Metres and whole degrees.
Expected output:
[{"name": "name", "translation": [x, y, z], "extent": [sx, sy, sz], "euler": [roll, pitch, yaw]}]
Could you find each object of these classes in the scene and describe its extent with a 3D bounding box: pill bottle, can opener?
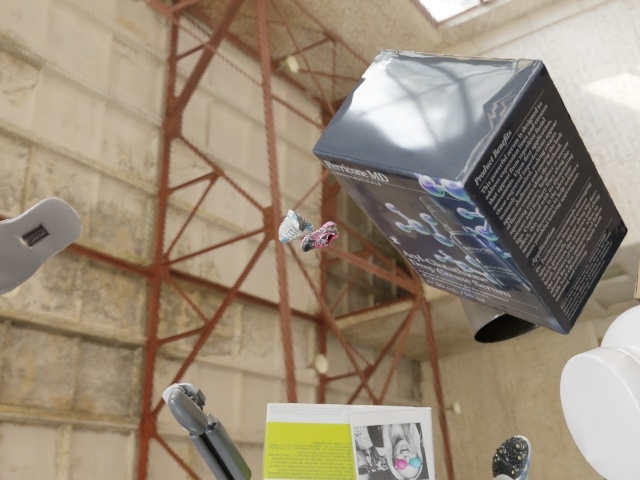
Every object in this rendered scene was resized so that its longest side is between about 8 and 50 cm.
[{"name": "pill bottle", "translation": [0.407, 0.130, 0.780], "extent": [0.181, 0.323, 0.181], "euler": [166, 90, -73]}, {"name": "can opener", "translation": [-0.236, 0.413, 1.638], "extent": [0.283, 0.076, 0.095], "euler": [63, -163, -21]}]

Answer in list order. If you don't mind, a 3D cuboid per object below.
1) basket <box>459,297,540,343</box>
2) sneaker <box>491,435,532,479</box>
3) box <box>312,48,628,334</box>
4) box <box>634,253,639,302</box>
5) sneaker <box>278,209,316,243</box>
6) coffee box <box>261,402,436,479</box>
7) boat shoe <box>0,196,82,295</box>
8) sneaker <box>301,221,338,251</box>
[{"name": "basket", "translation": [0.339, 0.067, 1.581], "extent": [0.204, 0.154, 0.227], "euler": [-3, -124, -32]}, {"name": "sneaker", "translation": [0.415, 0.511, 1.710], "extent": [0.086, 0.085, 0.237], "euler": [-9, -61, -28]}, {"name": "box", "translation": [0.236, -0.074, 1.213], "extent": [0.212, 0.293, 0.395], "euler": [-55, -49, -14]}, {"name": "box", "translation": [0.448, -0.003, 1.010], "extent": [0.164, 0.021, 0.201], "euler": [24, -107, -44]}, {"name": "sneaker", "translation": [-0.067, -0.024, 2.031], "extent": [0.071, 0.083, 0.190], "euler": [39, 177, -9]}, {"name": "coffee box", "translation": [0.044, 0.556, 1.646], "extent": [0.338, 0.338, 0.334], "euler": [97, 175, -55]}, {"name": "boat shoe", "translation": [-0.400, 0.022, 1.000], "extent": [0.095, 0.084, 0.258], "euler": [59, -156, -3]}, {"name": "sneaker", "translation": [0.000, 0.000, 2.234], "extent": [0.047, 0.119, 0.057], "euler": [45, -168, -53]}]
